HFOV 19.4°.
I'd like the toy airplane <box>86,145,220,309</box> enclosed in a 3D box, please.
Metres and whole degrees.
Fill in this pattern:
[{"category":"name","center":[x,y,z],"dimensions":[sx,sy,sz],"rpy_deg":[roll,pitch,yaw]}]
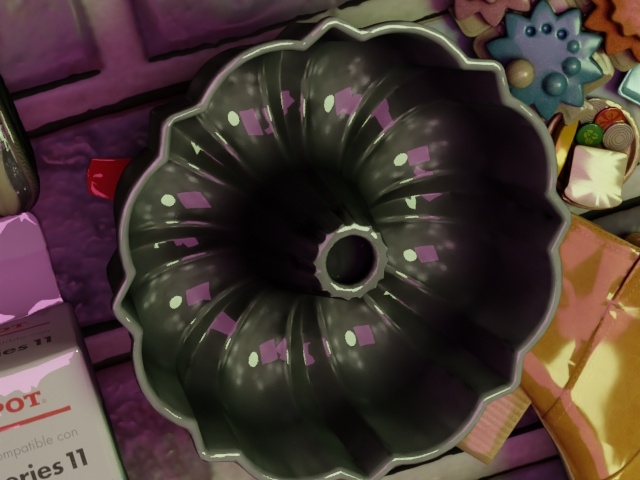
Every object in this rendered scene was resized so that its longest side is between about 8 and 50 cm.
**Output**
[{"category":"toy airplane","center":[-0.099,-0.013,1.341],"dimensions":[0.151,0.028,0.151],"rpy_deg":[-3,105,-12]}]

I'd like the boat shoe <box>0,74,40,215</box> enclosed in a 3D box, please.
[{"category":"boat shoe","center":[-0.295,-0.146,1.222],"dimensions":[0.120,0.122,0.324],"rpy_deg":[-22,107,-1]}]

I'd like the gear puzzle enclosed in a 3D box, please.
[{"category":"gear puzzle","center":[0.247,-0.219,1.300],"dimensions":[0.339,0.044,0.175],"rpy_deg":[-31,101,11]}]

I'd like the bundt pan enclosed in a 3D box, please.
[{"category":"bundt pan","center":[0.000,0.000,1.297],"dimensions":[0.331,0.124,0.331],"rpy_deg":[-6,106,-20]}]

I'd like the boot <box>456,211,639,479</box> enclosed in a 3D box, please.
[{"category":"boot","center":[0.246,0.115,1.402],"dimensions":[0.295,0.104,0.211],"rpy_deg":[31,97,-13]}]

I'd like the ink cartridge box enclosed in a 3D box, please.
[{"category":"ink cartridge box","center":[-0.241,0.179,1.315],"dimensions":[0.207,0.119,0.353],"rpy_deg":[-17,107,-6]}]

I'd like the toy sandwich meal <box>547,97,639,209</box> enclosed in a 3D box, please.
[{"category":"toy sandwich meal","center":[0.203,-0.064,1.385],"dimensions":[0.085,0.029,0.085],"rpy_deg":[-3,105,-10]}]

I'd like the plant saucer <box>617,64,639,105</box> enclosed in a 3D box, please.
[{"category":"plant saucer","center":[0.314,-0.099,1.404],"dimensions":[0.192,0.018,0.067],"rpy_deg":[26,98,-15]}]
